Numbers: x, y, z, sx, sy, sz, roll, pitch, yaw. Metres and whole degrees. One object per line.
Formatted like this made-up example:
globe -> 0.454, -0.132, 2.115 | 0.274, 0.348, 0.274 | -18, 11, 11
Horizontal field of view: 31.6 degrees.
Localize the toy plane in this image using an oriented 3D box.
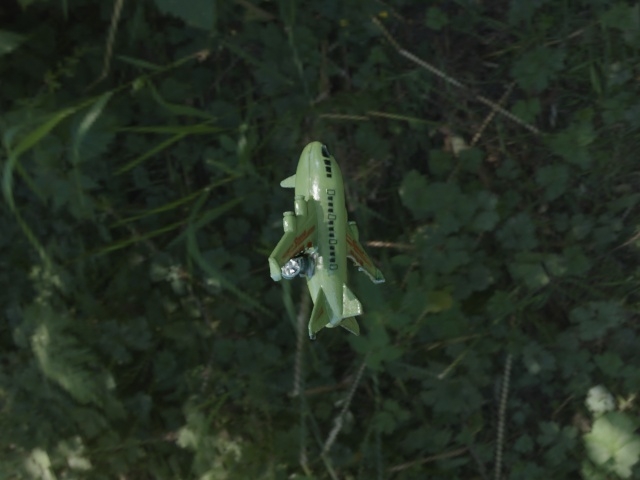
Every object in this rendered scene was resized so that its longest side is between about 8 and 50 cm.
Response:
toy plane -> 0.000, 0.000, 0.628 | 0.040, 0.102, 0.111 | -18, 76, 29
